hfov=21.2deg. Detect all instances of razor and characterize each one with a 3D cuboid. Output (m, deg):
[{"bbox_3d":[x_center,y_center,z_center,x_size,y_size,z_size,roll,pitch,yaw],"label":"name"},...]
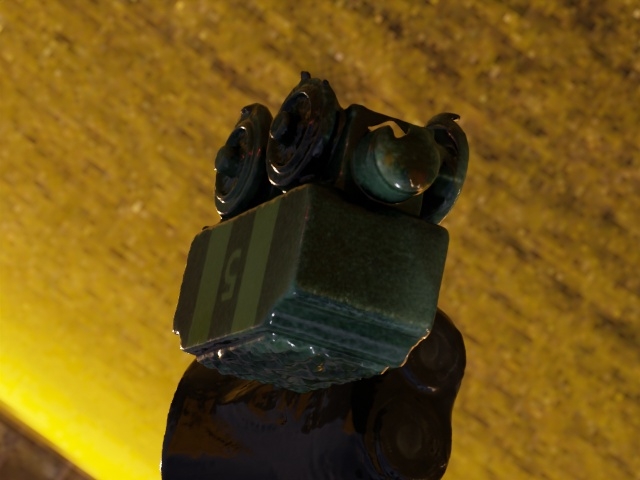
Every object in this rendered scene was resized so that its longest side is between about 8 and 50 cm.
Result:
[{"bbox_3d":[-0.011,0.165,1.607,0.113,0.204,0.349,30,153,-31],"label":"razor"}]

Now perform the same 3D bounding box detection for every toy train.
[{"bbox_3d":[0.000,0.000,1.387,0.167,0.238,0.299,17,165,-21],"label":"toy train"}]
